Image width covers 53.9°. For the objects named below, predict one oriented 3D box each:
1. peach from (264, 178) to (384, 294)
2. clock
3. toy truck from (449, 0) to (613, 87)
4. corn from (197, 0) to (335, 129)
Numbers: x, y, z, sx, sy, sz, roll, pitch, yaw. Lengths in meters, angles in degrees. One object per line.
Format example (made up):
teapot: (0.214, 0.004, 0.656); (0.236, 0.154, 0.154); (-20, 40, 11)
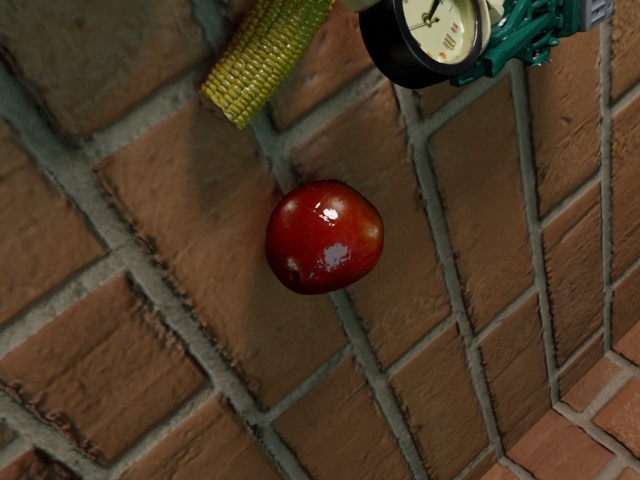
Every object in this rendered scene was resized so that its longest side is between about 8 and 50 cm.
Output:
peach: (0.000, 0.000, 0.994); (0.197, 0.197, 0.197); (-20, 127, -29)
clock: (0.084, -0.377, 0.802); (0.379, 0.120, 0.277); (41, 65, -28)
toy truck: (0.329, -0.375, 1.042); (0.363, 0.178, 0.177); (-35, 133, -21)
corn: (-0.068, -0.263, 0.841); (0.093, 0.093, 0.244); (29, 97, -45)
